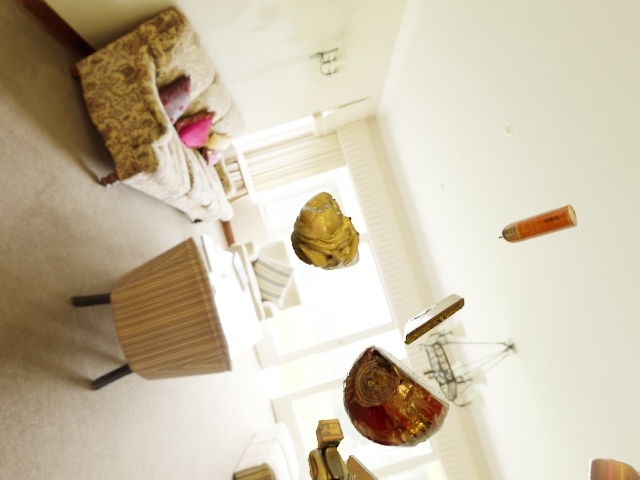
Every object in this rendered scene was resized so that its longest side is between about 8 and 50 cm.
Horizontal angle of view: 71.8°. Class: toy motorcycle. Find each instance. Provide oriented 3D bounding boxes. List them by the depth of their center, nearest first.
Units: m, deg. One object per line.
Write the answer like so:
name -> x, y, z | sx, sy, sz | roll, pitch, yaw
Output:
toy motorcycle -> 0.035, 0.597, 1.089 | 0.263, 0.090, 0.157 | -113, -149, -52

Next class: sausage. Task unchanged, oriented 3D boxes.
sausage -> 0.665, -0.042, 1.379 | 0.071, 0.234, 0.071 | 18, 62, -39

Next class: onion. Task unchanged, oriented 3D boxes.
onion -> 0.207, 0.502, 1.377 | 0.336, 0.260, 0.282 | 36, -6, 36

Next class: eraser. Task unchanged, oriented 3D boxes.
eraser -> 0.122, 0.752, 1.372 | 0.150, 0.023, 0.104 | 16, -90, 59

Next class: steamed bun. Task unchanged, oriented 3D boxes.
steamed bun -> 0.000, 0.000, 1.536 | 0.268, 0.207, 0.280 | 59, -12, 20

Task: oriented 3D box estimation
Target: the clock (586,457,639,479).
clock -> 0.751, 0.547, 0.875 | 0.322, 0.295, 0.113 | -34, -152, 58

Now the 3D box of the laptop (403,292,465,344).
laptop -> 0.250, 0.169, 0.979 | 0.026, 0.153, 0.207 | 57, 8, 9
